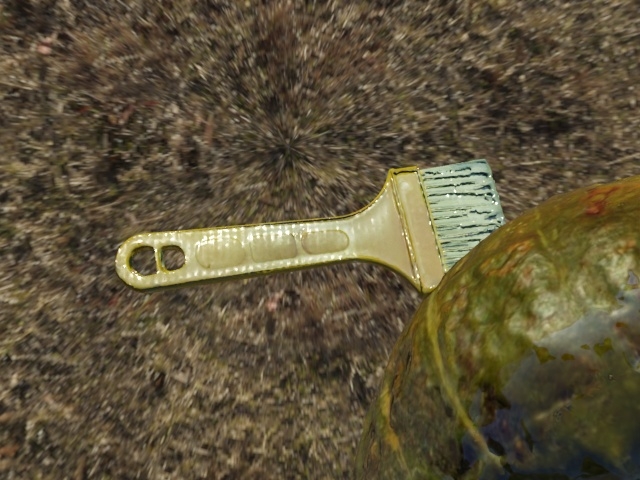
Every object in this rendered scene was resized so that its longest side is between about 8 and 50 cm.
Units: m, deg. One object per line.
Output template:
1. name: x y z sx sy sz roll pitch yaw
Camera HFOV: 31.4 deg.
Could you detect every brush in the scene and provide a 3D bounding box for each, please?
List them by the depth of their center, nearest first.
1. brush: 0.000 0.000 0.606 0.218 0.010 0.082 -6 61 -15

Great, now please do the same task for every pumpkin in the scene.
1. pumpkin: 0.125 0.082 0.395 0.219 0.162 0.219 0 118 -1
